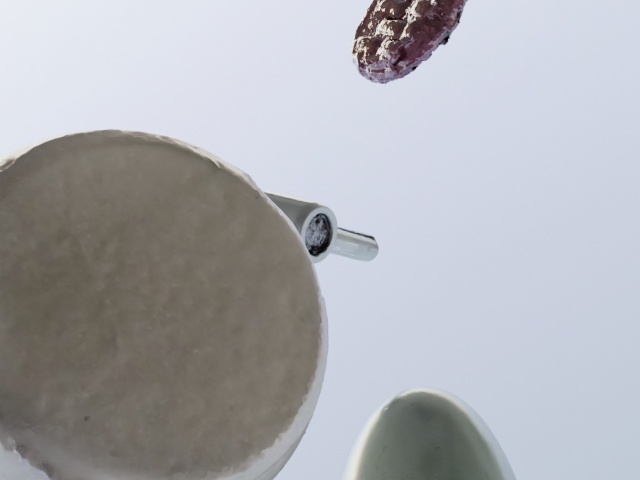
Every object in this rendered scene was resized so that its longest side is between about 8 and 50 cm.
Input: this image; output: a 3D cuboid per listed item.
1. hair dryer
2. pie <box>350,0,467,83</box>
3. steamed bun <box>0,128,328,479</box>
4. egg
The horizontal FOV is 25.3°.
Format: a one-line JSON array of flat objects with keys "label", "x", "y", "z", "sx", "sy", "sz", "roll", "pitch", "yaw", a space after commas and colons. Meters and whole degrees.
[{"label": "hair dryer", "x": 0.000, "y": 0.000, "z": 1.618, "sx": 0.131, "sy": 0.236, "sz": 0.073, "roll": 13, "pitch": -94, "yaw": 38}, {"label": "pie", "x": 0.086, "y": -0.213, "z": 1.332, "sx": 0.154, "sy": 0.036, "sz": 0.154, "roll": -39, "pitch": -150, "yaw": 28}, {"label": "steamed bun", "x": -0.143, "y": 0.071, "z": 0.976, "sx": 0.283, "sy": 0.177, "sz": 0.283, "roll": 10, "pitch": -115, "yaw": -21}, {"label": "egg", "x": 0.099, "y": 0.263, "z": 1.303, "sx": 0.183, "sy": 0.183, "sz": 0.264, "roll": -5, "pitch": -108, "yaw": 7}]
